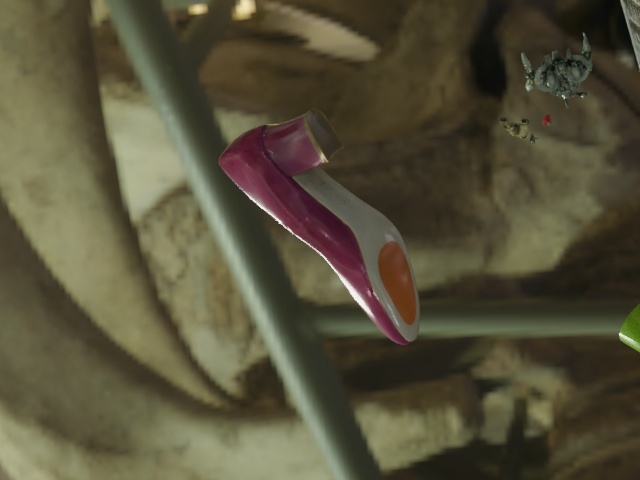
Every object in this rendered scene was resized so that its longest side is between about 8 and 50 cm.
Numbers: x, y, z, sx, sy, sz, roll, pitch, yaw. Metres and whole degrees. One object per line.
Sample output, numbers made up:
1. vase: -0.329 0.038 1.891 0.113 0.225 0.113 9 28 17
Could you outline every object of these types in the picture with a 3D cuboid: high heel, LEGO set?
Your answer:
1. high heel: 0.000 0.000 1.663 0.117 0.244 0.082 -22 -164 34
2. LEGO set: 0.156 -0.100 1.185 0.054 0.083 0.023 12 -160 -14

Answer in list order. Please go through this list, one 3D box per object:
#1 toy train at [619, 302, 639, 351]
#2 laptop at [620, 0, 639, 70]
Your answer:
1. toy train: 0.283 0.096 1.339 0.143 0.105 0.248 43 -152 26
2. laptop: 0.135 -0.190 1.345 0.236 0.408 0.382 -16 -169 8
